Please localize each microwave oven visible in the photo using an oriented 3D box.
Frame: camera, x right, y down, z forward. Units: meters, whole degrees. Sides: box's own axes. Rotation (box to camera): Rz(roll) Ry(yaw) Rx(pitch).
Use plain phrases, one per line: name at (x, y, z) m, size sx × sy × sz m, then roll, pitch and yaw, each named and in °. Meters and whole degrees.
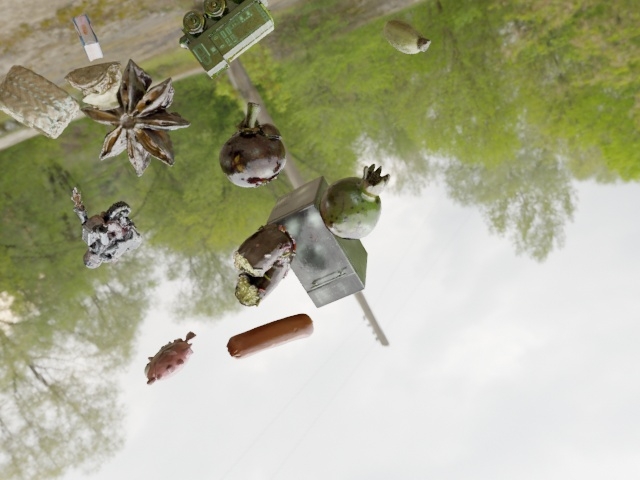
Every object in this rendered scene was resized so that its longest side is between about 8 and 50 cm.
microwave oven at (0.000, 0.000, 2.390) m, size 0.236 × 0.432 × 0.374 m, roll -23°, pitch -159°, yaw 19°

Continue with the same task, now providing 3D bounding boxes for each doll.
doll at (-0.539, 0.424, 2.034) m, size 0.211 × 0.093 × 0.262 m, roll -9°, pitch -149°, yaw 44°

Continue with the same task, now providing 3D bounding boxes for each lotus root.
lotus root at (0.254, -0.604, 1.683) m, size 0.183 × 0.090 × 0.077 m, roll 48°, pitch -66°, yaw 41°

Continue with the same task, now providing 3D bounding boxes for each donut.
donut at (-0.196, 0.081, 2.040) m, size 0.259 × 0.136 × 0.345 m, roll -41°, pitch 161°, yaw -34°

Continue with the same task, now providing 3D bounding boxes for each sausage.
sausage at (-0.173, 0.342, 2.048) m, size 0.348 × 0.097 × 0.094 m, roll -14°, pitch 154°, yaw -29°

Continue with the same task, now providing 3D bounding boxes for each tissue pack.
tissue pack at (-0.869, -0.756, 2.104) m, size 0.065 × 0.115 × 0.155 m, roll -23°, pitch -177°, yaw -13°

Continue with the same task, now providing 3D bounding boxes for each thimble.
thimble at (-0.859, -0.412, 1.699) m, size 0.148 × 0.229 × 0.196 m, roll -60°, pitch 176°, yaw -8°

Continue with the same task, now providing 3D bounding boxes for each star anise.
star anise at (-0.519, -0.347, 1.599) m, size 0.331 × 0.332 × 0.117 m, roll -22°, pitch -162°, yaw 17°

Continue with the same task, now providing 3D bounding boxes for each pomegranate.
pomegranate at (0.132, -0.150, 2.028) m, size 0.306 × 0.242 × 0.242 m, roll -55°, pitch -173°, yaw 17°

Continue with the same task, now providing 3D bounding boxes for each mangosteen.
mangosteen at (-0.236, -0.324, 1.921) m, size 0.231 × 0.289 × 0.231 m, roll -6°, pitch -165°, yaw 2°

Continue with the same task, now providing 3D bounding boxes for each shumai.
shumai at (-0.568, -0.395, 1.456) m, size 0.145 × 0.116 × 0.145 m, roll -12°, pitch -161°, yaw 4°

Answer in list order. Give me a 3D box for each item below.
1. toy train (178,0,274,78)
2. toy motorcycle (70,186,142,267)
toy train at (-0.203, -0.477, 1.257) m, size 0.225 × 0.137 × 0.090 m, roll -36°, pitch 178°, yaw 5°
toy motorcycle at (-0.674, -0.032, 1.752) m, size 0.207 × 0.134 × 0.401 m, roll -42°, pitch 166°, yaw -24°
